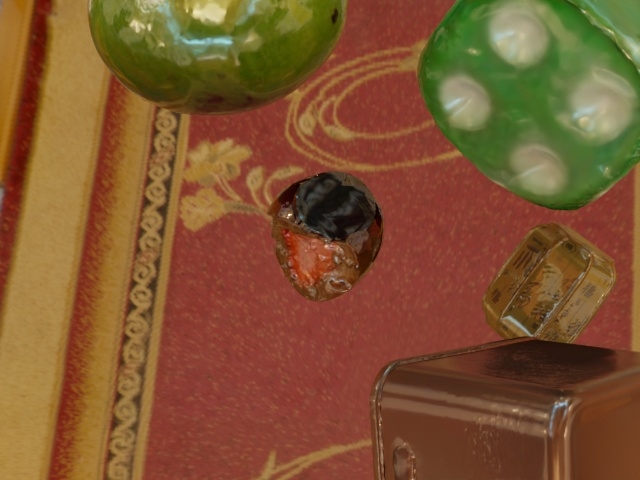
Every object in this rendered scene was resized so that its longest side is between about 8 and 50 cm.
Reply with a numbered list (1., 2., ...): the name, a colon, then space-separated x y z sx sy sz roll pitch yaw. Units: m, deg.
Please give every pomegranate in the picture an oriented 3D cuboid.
1. pomegranate: -0.127 -0.295 1.009 0.309 0.358 0.216 -10 40 5

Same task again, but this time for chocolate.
1. chocolate: 0.000 0.000 0.949 0.127 0.133 0.124 -6 64 -29

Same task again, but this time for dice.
1. dice: 0.318 -0.233 1.093 0.300 0.297 0.287 44 52 4

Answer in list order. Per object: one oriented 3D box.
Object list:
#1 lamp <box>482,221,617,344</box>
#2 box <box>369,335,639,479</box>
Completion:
1. lamp: 0.340 0.074 1.327 0.161 0.161 0.185 34 103 12
2. box: 0.253 0.245 0.985 0.229 0.339 0.239 -1 91 47
